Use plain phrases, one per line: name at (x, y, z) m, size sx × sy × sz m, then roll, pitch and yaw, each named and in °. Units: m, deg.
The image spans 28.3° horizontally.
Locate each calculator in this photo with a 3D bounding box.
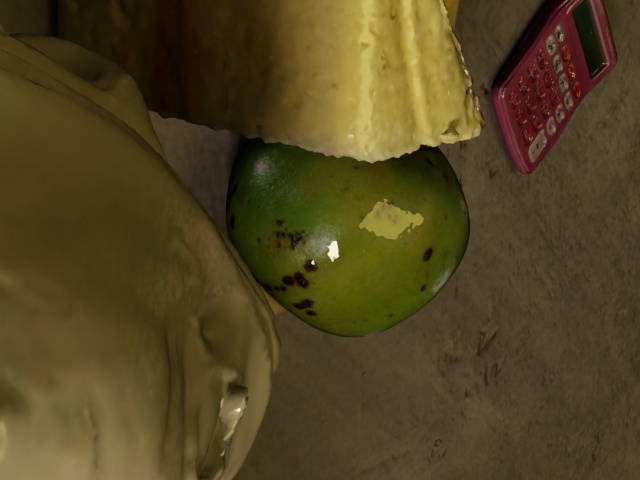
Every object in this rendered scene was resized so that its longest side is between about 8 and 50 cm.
calculator at (0.228, -0.167, 1.239) m, size 0.190 × 0.034 × 0.127 m, roll -51°, pitch 140°, yaw -21°

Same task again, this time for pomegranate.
pomegranate at (0.000, 0.000, 0.889) m, size 0.209 × 0.180 × 0.180 m, roll -45°, pitch 145°, yaw 9°

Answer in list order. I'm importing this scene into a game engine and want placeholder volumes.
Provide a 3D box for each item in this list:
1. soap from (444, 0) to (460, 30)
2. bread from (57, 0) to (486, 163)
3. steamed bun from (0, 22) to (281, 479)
soap at (0.045, -0.251, 0.907) m, size 0.173 × 0.089 × 0.274 m, roll -3°, pitch 106°, yaw -54°
bread at (-0.027, -0.154, 0.711) m, size 0.135 × 0.240 × 0.178 m, roll -16°, pitch 116°, yaw -51°
steamed bun at (-0.172, -0.001, 0.516) m, size 0.324 × 0.309 × 0.219 m, roll 10°, pitch 89°, yaw -58°
